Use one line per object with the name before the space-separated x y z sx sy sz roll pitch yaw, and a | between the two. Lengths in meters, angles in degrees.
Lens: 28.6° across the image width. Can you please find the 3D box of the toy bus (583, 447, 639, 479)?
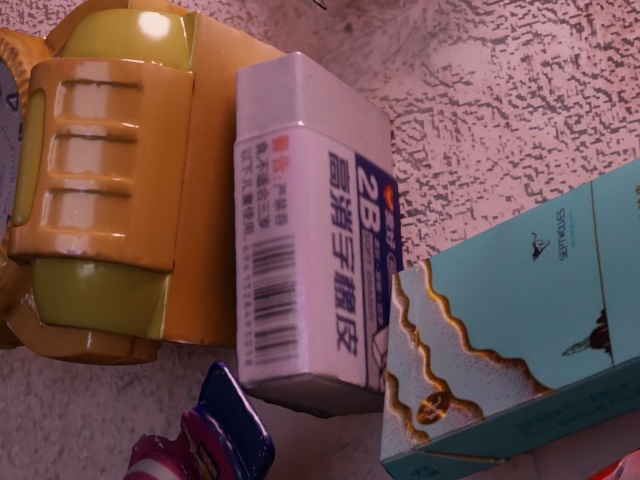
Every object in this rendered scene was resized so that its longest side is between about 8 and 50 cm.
toy bus | 0.228 0.148 0.606 0.303 0.127 0.147 -36 54 22

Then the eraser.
eraser | 0.000 0.000 0.804 0.068 0.124 0.210 -14 68 31

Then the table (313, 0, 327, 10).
table | 0.036 -0.262 0.900 0.146 0.062 0.175 -36 58 20

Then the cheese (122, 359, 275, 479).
cheese | -0.083 0.178 0.798 0.155 0.062 0.244 54 139 30

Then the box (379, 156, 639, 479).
box | 0.139 0.037 0.706 0.229 0.041 0.162 -27 31 25

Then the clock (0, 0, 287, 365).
clock | -0.181 -0.032 0.903 0.317 0.200 0.244 -3 76 43
